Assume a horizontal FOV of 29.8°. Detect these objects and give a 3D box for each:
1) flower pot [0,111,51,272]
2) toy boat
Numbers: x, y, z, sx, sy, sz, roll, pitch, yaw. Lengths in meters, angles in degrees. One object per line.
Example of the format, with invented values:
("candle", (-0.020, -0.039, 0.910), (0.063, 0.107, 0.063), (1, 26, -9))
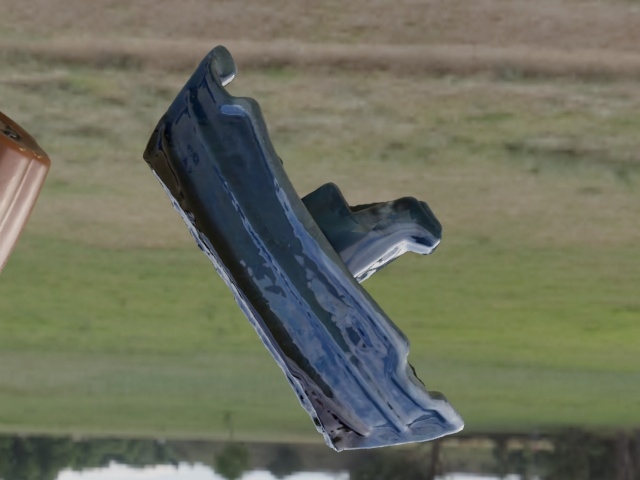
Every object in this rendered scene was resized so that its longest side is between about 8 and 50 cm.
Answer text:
("flower pot", (-0.337, -0.044, 1.044), (0.190, 0.173, 0.190), (37, -178, -1))
("toy boat", (0.000, 0.000, 0.805), (0.142, 0.309, 0.129), (-32, 169, -8))
